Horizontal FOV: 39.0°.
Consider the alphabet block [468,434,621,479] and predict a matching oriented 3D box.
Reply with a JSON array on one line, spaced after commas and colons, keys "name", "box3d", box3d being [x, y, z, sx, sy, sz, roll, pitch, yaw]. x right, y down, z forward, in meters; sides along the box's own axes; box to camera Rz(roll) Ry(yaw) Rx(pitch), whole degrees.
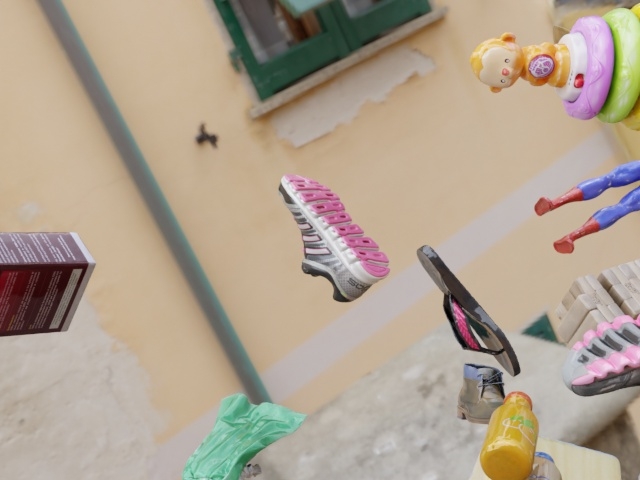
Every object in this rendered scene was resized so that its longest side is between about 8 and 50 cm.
[{"name": "alphabet block", "box3d": [0.302, 0.409, 1.268, 0.194, 0.192, 0.197, 13, 39, 6]}]

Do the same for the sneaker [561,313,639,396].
[{"name": "sneaker", "box3d": [0.187, 0.061, 0.468, 0.119, 0.057, 0.047, -23, 21, 8]}]

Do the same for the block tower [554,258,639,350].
[{"name": "block tower", "box3d": [0.527, 0.083, 1.422, 0.336, 0.091, 0.097, -14, -35, -25]}]

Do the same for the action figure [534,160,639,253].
[{"name": "action figure", "box3d": [0.417, -0.081, 1.103, 0.280, 0.091, 0.139, -26, -3, -12]}]

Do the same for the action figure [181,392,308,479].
[{"name": "action figure", "box3d": [-0.120, 0.291, 1.229, 0.137, 0.063, 0.232, 3, 18, 20]}]

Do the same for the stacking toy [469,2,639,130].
[{"name": "stacking toy", "box3d": [0.302, -0.178, 0.919, 0.302, 0.175, 0.165, 1, 41, -6]}]

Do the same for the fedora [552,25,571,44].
[{"name": "fedora", "box3d": [0.439, -0.278, 1.374, 0.079, 0.194, 0.194, -43, 14, 5]}]

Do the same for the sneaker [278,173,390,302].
[{"name": "sneaker", "box3d": [0.000, 0.000, 0.966, 0.063, 0.170, 0.074, -6, -42, -49]}]

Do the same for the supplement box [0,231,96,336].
[{"name": "supplement box", "box3d": [-0.427, 0.058, 1.163, 0.239, 0.073, 0.130, 0, -51, -45]}]

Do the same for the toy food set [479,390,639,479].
[{"name": "toy food set", "box3d": [0.232, 0.213, 0.708, 0.232, 0.111, 0.104, 21, 23, 11]}]

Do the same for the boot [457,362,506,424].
[{"name": "boot", "box3d": [0.305, 0.281, 1.663, 0.082, 0.106, 0.219, 2, -6, -15]}]

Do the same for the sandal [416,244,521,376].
[{"name": "sandal", "box3d": [0.158, 0.086, 1.021, 0.040, 0.179, 0.067, -38, -5, -11]}]
